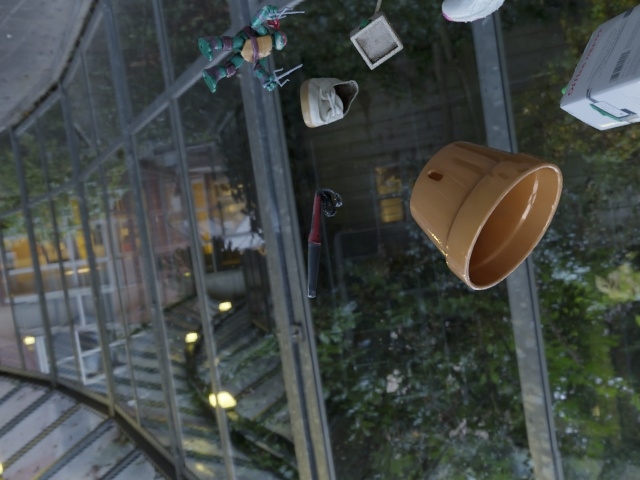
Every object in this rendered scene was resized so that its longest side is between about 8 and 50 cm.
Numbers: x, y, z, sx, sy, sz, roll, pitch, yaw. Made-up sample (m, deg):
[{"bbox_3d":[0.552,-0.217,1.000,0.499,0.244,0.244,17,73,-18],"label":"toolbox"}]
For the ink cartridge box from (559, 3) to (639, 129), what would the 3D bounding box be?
[{"bbox_3d":[0.480,-0.267,0.974,0.092,0.160,0.219,27,179,-7],"label":"ink cartridge box"}]

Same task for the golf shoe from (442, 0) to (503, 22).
[{"bbox_3d":[0.402,-0.608,1.487,0.306,0.115,0.140,-12,144,39],"label":"golf shoe"}]

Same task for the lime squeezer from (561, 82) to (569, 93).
[{"bbox_3d":[0.656,-0.362,1.459,0.310,0.110,0.059,1,174,-21],"label":"lime squeezer"}]

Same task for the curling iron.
[{"bbox_3d":[0.000,0.000,1.534,0.068,0.274,0.035,10,164,2],"label":"curling iron"}]

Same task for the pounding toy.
[{"bbox_3d":[0.159,-0.594,1.846,0.130,0.141,0.100,-31,-155,19],"label":"pounding toy"}]

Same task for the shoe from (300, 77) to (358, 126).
[{"bbox_3d":[0.016,-0.243,1.096,0.058,0.077,0.219,-8,-162,18],"label":"shoe"}]

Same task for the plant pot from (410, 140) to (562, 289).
[{"bbox_3d":[0.323,-0.072,1.338,0.290,0.291,0.203,-11,-141,-43],"label":"plant pot"}]

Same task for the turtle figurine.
[{"bbox_3d":[-0.139,-0.405,1.375,0.234,0.175,0.118,-24,-148,-21],"label":"turtle figurine"}]
